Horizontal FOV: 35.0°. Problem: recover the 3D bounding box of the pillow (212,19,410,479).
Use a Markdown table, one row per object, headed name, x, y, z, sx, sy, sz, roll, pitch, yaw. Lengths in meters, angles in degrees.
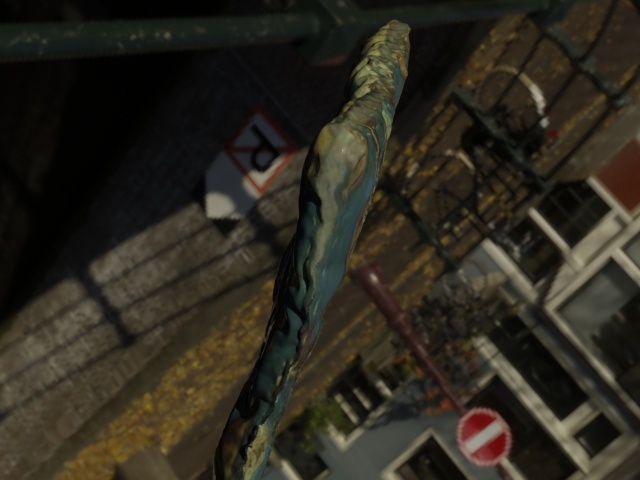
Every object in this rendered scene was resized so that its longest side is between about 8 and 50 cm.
| name | x | y | z | sx | sy | sz | roll | pitch | yaw |
| --- | --- | --- | --- | --- | --- | --- | --- | --- | --- |
| pillow | 0.000 | 0.001 | 0.494 | 0.255 | 0.034 | 0.189 | -75 | -177 | -66 |
